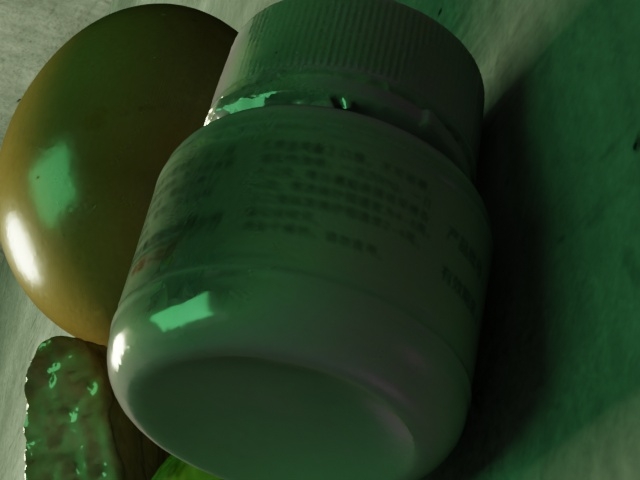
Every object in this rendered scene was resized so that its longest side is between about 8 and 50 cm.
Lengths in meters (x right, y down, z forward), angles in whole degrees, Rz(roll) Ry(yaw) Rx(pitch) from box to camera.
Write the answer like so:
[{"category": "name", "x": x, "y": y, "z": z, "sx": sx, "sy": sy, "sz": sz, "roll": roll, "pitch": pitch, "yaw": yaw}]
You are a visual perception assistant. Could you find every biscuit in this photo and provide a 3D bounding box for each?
[{"category": "biscuit", "x": -0.169, "y": 0.320, "z": 1.280, "sx": 0.446, "sy": 0.104, "sz": 0.429, "roll": 75, "pitch": -171, "yaw": -79}]

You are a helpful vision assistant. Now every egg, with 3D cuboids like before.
[{"category": "egg", "x": -0.170, "y": -0.065, "z": 1.446, "sx": 0.301, "sy": 0.301, "sz": 0.373, "roll": 129, "pitch": 159, "yaw": -51}]

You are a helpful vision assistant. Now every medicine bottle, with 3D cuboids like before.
[{"category": "medicine bottle", "x": 0.000, "y": 0.000, "z": 0.999, "sx": 0.241, "sy": 0.241, "sz": 0.302, "roll": -50, "pitch": 22, "yaw": 53}]

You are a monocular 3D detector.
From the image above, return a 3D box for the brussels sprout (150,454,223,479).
[{"category": "brussels sprout", "x": -0.061, "y": 0.254, "z": 1.081, "sx": 0.161, "sy": 0.223, "sz": 0.223, "roll": -24, "pitch": 37, "yaw": 10}]
